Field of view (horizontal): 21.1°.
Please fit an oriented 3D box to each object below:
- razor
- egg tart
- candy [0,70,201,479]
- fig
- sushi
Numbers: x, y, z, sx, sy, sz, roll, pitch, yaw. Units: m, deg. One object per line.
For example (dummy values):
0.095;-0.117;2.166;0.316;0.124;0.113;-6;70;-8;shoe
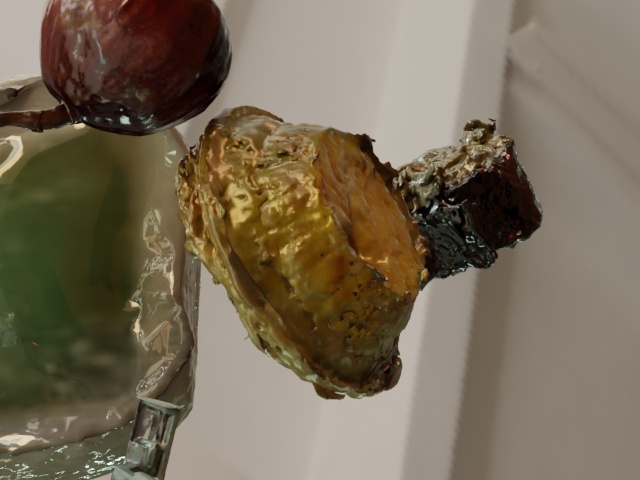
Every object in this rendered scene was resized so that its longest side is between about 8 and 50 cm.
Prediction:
-0.066;0.128;0.808;0.036;0.211;0.084;13;-91;-20;razor
0.001;-0.001;1.090;0.212;0.090;0.212;40;-146;-34;egg tart
-0.309;0.048;1.627;0.427;0.186;0.386;-12;-90;-11;candy
-0.121;-0.118;1.051;0.128;0.128;0.150;57;-138;-6;fig
0.093;-0.018;1.577;0.147;0.213;0.115;-93;-22;-70;sushi
